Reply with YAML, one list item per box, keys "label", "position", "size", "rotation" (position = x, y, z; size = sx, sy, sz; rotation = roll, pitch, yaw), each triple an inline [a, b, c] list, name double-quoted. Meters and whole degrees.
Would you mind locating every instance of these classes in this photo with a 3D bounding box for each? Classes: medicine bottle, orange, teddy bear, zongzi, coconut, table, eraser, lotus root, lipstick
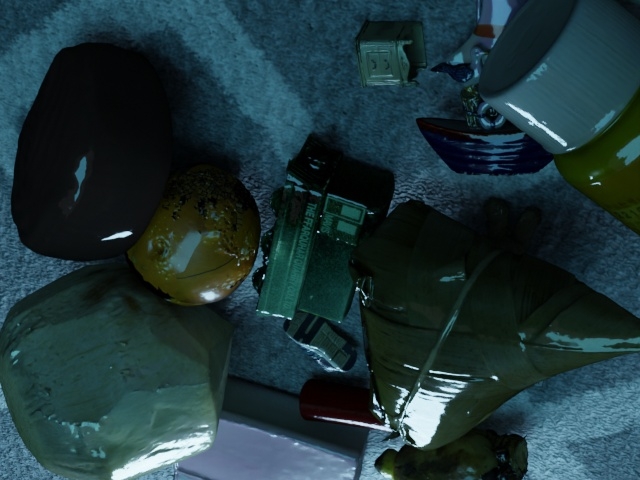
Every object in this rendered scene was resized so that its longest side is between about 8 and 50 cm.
- label: "medicine bottle"
  position: [0.399, -0.143, 1.368]
  size: [0.384, 0.224, 0.224]
  rotation: [33, 133, -17]
- label: "orange"
  position: [-0.208, -0.008, 1.764]
  size: [0.234, 0.182, 0.234]
  rotation: [4, 101, 21]
- label: "teddy bear"
  position: [0.280, 0.021, 1.677]
  size: [0.119, 0.078, 0.160]
  rotation: [13, 130, 7]
- label: "zongzi"
  position: [0.268, 0.231, 1.629]
  size: [0.467, 0.218, 0.500]
  rotation: [29, 142, 36]
- label: "coconut"
  position: [-0.336, 0.212, 1.899]
  size: [0.415, 0.415, 0.344]
  rotation: [33, 153, -6]
- label: "table"
  position: [0.098, -0.258, 1.528]
  size: [0.083, 0.062, 0.079]
  rotation: [3, 129, 19]
- label: "eraser"
  position: [-0.100, 0.414, 2.128]
  size: [0.359, 0.122, 0.272]
  rotation: [16, 132, 8]
- label: "lotus root"
  position: [0.234, 0.406, 1.957]
  size: [0.314, 0.141, 0.169]
  rotation: [-11, 165, 36]
- label: "lipstick"
  position: [0.079, 0.300, 1.972]
  size: [0.241, 0.080, 0.080]
  rotation: [5, 130, 27]

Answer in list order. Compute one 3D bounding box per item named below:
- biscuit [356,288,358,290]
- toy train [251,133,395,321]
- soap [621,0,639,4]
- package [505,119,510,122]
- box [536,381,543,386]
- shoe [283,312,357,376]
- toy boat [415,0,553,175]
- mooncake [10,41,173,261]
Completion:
- label: "biscuit"
  position: [0.036, 0.062, 1.848]
  size: [0.147, 0.018, 0.071]
  rotation: [-30, 108, 36]
- label: "toy train"
  position: [0.000, 0.000, 1.730]
  size: [0.178, 0.138, 0.330]
  rotation: [18, 130, 5]
- label: "soap"
  position: [0.355, -0.359, 1.339]
  size: [0.198, 0.066, 0.119]
  rotation: [15, 130, 10]
- label: "package"
  position: [0.279, -0.157, 1.562]
  size: [0.059, 0.029, 0.083]
  rotation: [28, 127, 6]
- label: "box"
  position: [0.358, 0.146, 1.774]
  size: [0.055, 0.039, 0.218]
  rotation: [15, 132, 8]
- label: "shoe"
  position: [-0.005, 0.183, 1.942]
  size: [0.143, 0.064, 0.071]
  rotation: [36, 150, -2]
- label: "toy boat"
  position: [0.263, -0.224, 1.482]
  size: [0.219, 0.072, 0.318]
  rotation: [23, 115, 5]
- label: "mooncake"
  position: [-0.357, -0.136, 1.673]
  size: [0.174, 0.334, 0.326]
  rotation: [4, 174, -32]
